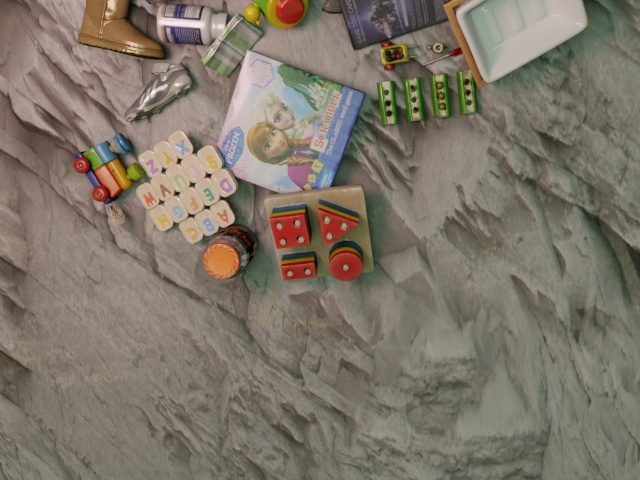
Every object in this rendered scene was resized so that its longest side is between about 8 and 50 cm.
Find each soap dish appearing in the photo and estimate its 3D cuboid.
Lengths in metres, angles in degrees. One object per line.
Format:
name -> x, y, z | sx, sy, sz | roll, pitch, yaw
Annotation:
soap dish -> 0.450, -0.528, 1.493 | 0.291, 0.118, 0.229 | -29, 123, 10

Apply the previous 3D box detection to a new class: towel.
towel -> -0.218, -0.481, 1.600 | 0.152, 0.113, 0.023 | -49, 63, 14

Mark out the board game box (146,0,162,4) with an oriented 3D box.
board game box -> -0.300, -0.748, 1.527 | 0.302, 0.086, 0.308 | -10, 102, -3

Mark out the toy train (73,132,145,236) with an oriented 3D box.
toy train -> -0.525, -0.151, 1.704 | 0.143, 0.105, 0.248 | -29, 99, 11

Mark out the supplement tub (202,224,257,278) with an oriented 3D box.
supplement tub -> -0.237, 0.031, 1.678 | 0.117, 0.190, 0.117 | 1, 104, 4

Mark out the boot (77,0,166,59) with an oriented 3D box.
boot -> -0.485, -0.606, 1.605 | 0.236, 0.089, 0.269 | 12, 100, -4

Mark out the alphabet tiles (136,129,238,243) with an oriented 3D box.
alphabet tiles -> -0.357, -0.136, 1.699 | 0.284, 0.021, 0.278 | -25, 100, 25

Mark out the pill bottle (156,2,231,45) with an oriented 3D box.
pill bottle -> -0.313, -0.537, 1.601 | 0.169, 0.094, 0.094 | 6, 104, 4

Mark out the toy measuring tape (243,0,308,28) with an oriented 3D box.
toy measuring tape -> -0.036, -0.607, 1.570 | 0.330, 0.121, 0.121 | -29, 100, -7

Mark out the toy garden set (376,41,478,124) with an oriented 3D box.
toy garden set -> 0.263, -0.405, 1.605 | 0.244, 0.049, 0.203 | -7, 103, 6

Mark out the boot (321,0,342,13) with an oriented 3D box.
boot -> 0.026, -0.604, 1.495 | 0.247, 0.083, 0.161 | -8, 134, -25

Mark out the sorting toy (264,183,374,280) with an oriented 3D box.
sorting toy -> 0.000, 0.000, 1.663 | 0.256, 0.089, 0.257 | -7, 121, 7

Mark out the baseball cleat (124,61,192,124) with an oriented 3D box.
baseball cleat -> -0.431, -0.390, 1.668 | 0.206, 0.072, 0.109 | -28, 86, 6

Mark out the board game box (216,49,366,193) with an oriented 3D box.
board game box -> -0.085, -0.283, 1.655 | 0.318, 0.066, 0.318 | 20, 105, 0

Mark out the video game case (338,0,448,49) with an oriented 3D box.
video game case -> 0.188, -0.561, 1.515 | 0.274, 0.196, 0.026 | -15, 63, 9
